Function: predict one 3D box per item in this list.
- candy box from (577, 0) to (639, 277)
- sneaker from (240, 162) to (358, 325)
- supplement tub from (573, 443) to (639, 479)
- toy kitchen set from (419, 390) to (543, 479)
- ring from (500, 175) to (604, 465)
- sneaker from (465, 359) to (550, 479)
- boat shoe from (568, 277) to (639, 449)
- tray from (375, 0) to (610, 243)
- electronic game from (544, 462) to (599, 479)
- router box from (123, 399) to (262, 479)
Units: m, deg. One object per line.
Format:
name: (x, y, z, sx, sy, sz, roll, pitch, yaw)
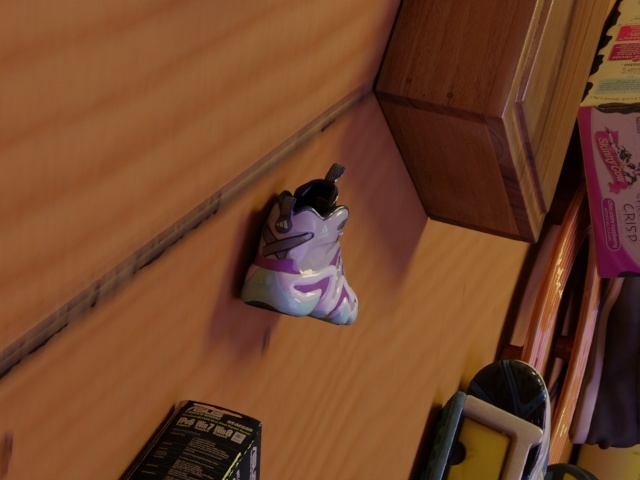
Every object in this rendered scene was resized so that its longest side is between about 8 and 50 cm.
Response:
candy box: (0.272, -0.094, 1.566, 0.233, 0.071, 0.159, -61, 145, -55)
sneaker: (0.000, 0.000, 0.836, 0.098, 0.038, 0.069, 16, 89, -75)
supplement tub: (0.366, 0.342, 2.051, 0.235, 0.235, 0.325, 60, 46, -68)
toy kitchen set: (0.079, 0.159, 1.180, 0.207, 0.122, 0.166, 122, -13, -73)
ring: (0.192, 0.096, 1.609, 0.336, 0.032, 0.336, 13, 90, -74)
sneaker: (0.129, 0.188, 1.375, 0.081, 0.080, 0.211, -5, 111, -73)
boat shoe: (0.305, 0.061, 1.804, 0.112, 0.095, 0.335, -91, -174, -53)
tray: (0.139, -0.224, 1.068, 0.203, 0.076, 0.411, 58, 49, -69)
electronic game: (0.146, 0.272, 1.396, 0.229, 0.048, 0.229, -54, -159, 32)
router box: (-0.058, 0.139, 0.755, 0.092, 0.038, 0.122, -55, 154, -54)
